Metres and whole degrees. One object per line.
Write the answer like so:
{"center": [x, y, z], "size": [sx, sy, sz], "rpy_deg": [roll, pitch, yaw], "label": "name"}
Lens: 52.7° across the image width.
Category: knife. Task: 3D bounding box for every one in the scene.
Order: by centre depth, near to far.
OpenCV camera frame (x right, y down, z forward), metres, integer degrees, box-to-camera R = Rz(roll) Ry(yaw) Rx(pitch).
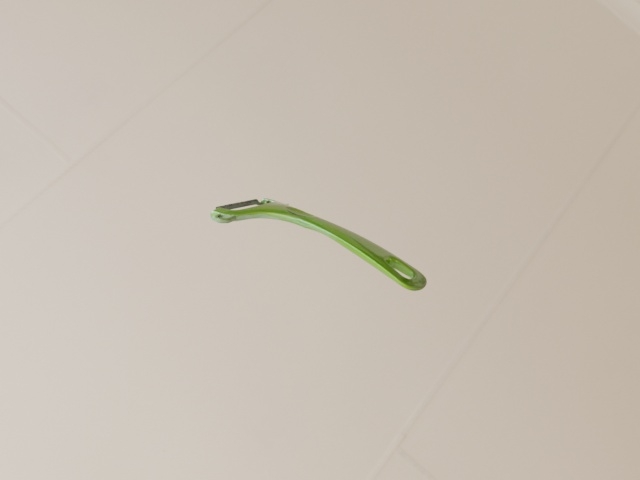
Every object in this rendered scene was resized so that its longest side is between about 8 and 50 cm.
{"center": [0.000, -0.003, 0.463], "size": [0.166, 0.022, 0.078], "rpy_deg": [22, -153, 29], "label": "knife"}
